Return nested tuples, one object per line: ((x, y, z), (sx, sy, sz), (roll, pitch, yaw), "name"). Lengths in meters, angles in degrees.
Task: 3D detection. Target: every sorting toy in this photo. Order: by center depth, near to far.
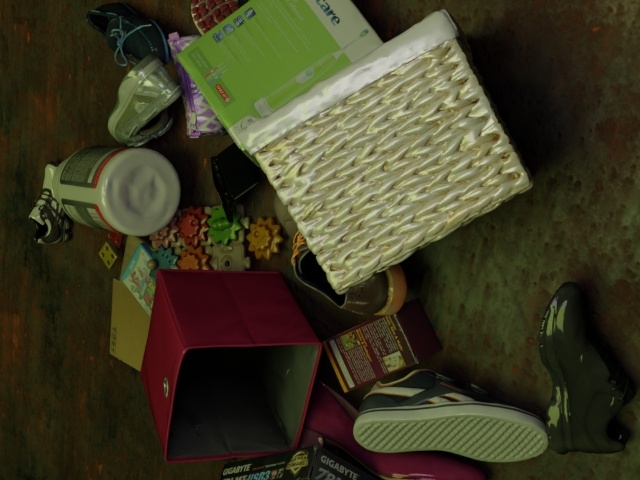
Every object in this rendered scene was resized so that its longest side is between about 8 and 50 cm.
((-0.377, 0.060, 2.055), (0.274, 0.046, 0.132), (32, 121, 28), "sorting toy")

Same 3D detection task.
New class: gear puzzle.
((-0.219, 0.013, 1.875), (0.339, 0.044, 0.175), (-3, 86, 31), "gear puzzle")

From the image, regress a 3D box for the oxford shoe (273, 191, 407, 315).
((0.000, 0.000, 1.636), (0.364, 0.133, 0.130), (44, 125, 43), "oxford shoe")

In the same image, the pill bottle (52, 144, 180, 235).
((-0.439, -0.108, 1.951), (0.318, 0.176, 0.176), (10, 109, 52), "pill bottle")

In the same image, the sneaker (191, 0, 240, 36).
((-0.147, -0.336, 1.710), (0.299, 0.121, 0.112), (61, 161, 18), "sneaker")

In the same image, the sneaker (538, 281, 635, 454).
((0.408, 0.196, 1.426), (0.130, 0.109, 0.286), (1, 113, 33), "sneaker")

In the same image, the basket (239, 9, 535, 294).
((0.116, -0.125, 1.361), (0.331, 0.328, 0.266), (-31, 88, 13), "basket")

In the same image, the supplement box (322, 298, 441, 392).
((0.107, 0.188, 1.671), (0.188, 0.081, 0.104), (-30, 83, 41), "supplement box")

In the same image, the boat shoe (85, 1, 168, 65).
((-0.386, -0.397, 1.863), (0.258, 0.089, 0.109), (34, 132, 47), "boat shoe")

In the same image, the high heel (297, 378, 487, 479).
((0.124, 0.351, 1.707), (0.377, 0.127, 0.181), (3, 68, 22), "high heel")

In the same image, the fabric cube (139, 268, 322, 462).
((-0.177, 0.223, 1.739), (0.258, 0.259, 0.254), (-124, 41, -53), "fabric cube")

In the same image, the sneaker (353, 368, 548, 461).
((0.221, 0.286, 1.582), (0.321, 0.127, 0.126), (2, 128, 15), "sneaker")

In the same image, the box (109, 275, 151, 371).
((-0.419, 0.201, 2.148), (0.164, 0.021, 0.201), (23, 116, 33), "box")

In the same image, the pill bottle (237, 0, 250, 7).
((-0.076, -0.490, 1.584), (0.123, 0.123, 0.219), (42, 138, 23), "pill bottle")

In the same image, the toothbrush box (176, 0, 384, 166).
((-0.057, -0.292, 1.548), (0.283, 0.122, 0.206), (-37, 77, 4), "toothbrush box")

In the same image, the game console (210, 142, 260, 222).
((-0.164, -0.115, 1.825), (0.107, 0.071, 0.122), (91, 160, -53), "game console")

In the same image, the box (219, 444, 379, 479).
((0.007, 0.479, 1.713), (0.295, 0.073, 0.293), (33, 144, -25), "box")

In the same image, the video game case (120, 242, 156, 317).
((-0.357, 0.103, 2.009), (0.166, 0.015, 0.119), (49, 128, 17), "video game case")

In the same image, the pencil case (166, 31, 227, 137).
((-0.239, -0.297, 1.810), (0.086, 0.088, 0.206), (-8, 97, 38), "pencil case")

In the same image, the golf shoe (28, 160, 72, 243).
((-0.634, -0.084, 2.194), (0.077, 0.094, 0.198), (11, 108, 38), "golf shoe")

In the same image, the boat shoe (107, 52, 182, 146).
((-0.336, -0.251, 1.837), (0.103, 0.118, 0.320), (43, 154, 0), "boat shoe")
